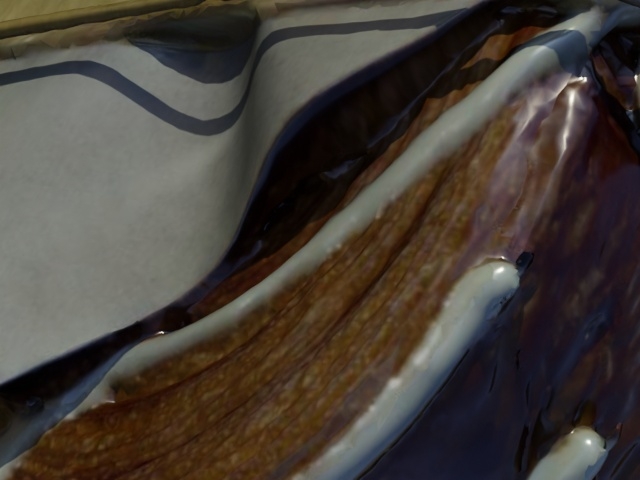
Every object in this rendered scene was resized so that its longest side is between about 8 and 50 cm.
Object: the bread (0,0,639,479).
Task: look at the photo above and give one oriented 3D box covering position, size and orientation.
[{"bbox_3d":[0.000,0.000,0.423,0.142,0.224,0.212,37,62,-42],"label":"bread"}]
